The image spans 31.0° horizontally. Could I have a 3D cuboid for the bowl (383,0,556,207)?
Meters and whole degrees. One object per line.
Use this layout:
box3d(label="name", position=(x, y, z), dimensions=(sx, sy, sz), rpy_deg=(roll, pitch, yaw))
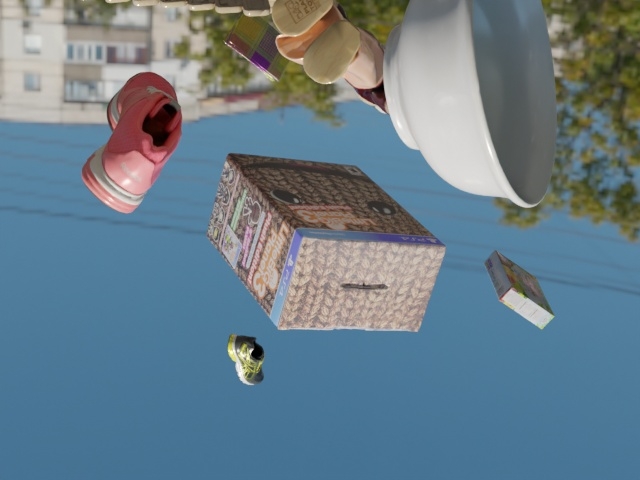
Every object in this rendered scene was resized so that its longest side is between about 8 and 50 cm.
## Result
box3d(label="bowl", position=(0.157, -0.177, 1.270), dimensions=(0.134, 0.298, 0.298), rpy_deg=(-6, -162, 26))

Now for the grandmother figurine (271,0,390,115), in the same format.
box3d(label="grandmother figurine", position=(0.042, -0.227, 1.437), dimensions=(0.104, 0.208, 0.342), rpy_deg=(-27, 167, 14))

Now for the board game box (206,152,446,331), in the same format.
box3d(label="board game box", position=(0.000, 0.000, 1.689), dimensions=(0.232, 0.141, 0.291), rpy_deg=(3, -155, -30))

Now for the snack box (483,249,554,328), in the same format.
box3d(label="snack box", position=(0.342, 0.084, 1.996), dimensions=(0.100, 0.037, 0.141), rpy_deg=(34, -161, -18))

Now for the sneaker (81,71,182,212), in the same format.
box3d(label="sneaker", position=(-0.236, -0.165, 1.662), dimensions=(0.116, 0.136, 0.314), rpy_deg=(38, -150, -22))

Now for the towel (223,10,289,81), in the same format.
box3d(label="towel", position=(-0.073, -0.237, 1.399), dimensions=(0.083, 0.060, 0.009), rpy_deg=(36, 153, -21))

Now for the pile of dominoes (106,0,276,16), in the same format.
box3d(label="pile of dominoes", position=(-0.155, -0.296, 1.336), dimensions=(0.251, 0.040, 0.196), rpy_deg=(6, -144, 9))

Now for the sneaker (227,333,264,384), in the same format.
box3d(label="sneaker", position=(-0.078, 0.138, 1.321), dimensions=(0.035, 0.083, 0.031), rpy_deg=(-2, -130, 22))
